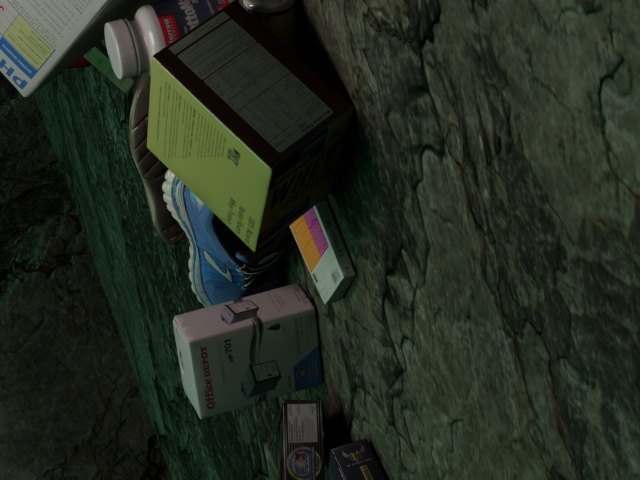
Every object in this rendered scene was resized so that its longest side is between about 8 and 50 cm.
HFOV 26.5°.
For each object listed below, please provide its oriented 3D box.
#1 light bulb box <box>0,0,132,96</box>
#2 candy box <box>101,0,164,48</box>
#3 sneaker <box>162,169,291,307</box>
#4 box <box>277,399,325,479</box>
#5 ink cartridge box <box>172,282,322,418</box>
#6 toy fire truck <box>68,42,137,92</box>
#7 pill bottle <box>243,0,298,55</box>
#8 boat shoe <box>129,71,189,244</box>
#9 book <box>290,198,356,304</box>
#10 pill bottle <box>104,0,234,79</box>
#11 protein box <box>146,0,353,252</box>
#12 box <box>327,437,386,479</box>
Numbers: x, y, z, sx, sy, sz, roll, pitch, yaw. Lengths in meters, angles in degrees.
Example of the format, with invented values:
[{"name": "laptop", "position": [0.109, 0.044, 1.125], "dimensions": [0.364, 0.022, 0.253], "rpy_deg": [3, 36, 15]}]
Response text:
[{"name": "light bulb box", "position": [-0.423, -0.463, 2.010], "dimensions": [0.358, 0.225, 0.361], "rpy_deg": [49, 147, -7]}, {"name": "candy box", "position": [-0.334, -0.432, 2.351], "dimensions": [0.316, 0.088, 0.182], "rpy_deg": [104, 146, -57]}, {"name": "sneaker", "position": [-0.116, 0.022, 1.962], "dimensions": [0.147, 0.130, 0.330], "rpy_deg": [29, 152, 41]}, {"name": "box", "position": [-0.028, 0.383, 1.966], "dimensions": [0.216, 0.060, 0.270], "rpy_deg": [103, 166, -71]}, {"name": "ink cartridge box", "position": [-0.103, 0.158, 1.952], "dimensions": [0.082, 0.191, 0.139], "rpy_deg": [-131, 30, -55]}, {"name": "toy fire truck", "position": [-0.407, -0.345, 2.308], "dimensions": [0.217, 0.159, 0.246], "rpy_deg": [116, 145, -64]}, {"name": "pill bottle", "position": [-0.060, -0.251, 1.670], "dimensions": [0.065, 0.065, 0.116], "rpy_deg": [-124, 24, -47]}, {"name": "boat shoe", "position": [-0.270, -0.159, 2.317], "dimensions": [0.130, 0.132, 0.355], "rpy_deg": [-125, 27, -48]}, {"name": "book", "position": [0.000, 0.000, 1.760], "dimensions": [0.096, 0.035, 0.144], "rpy_deg": [121, 131, -63]}, {"name": "pill bottle", "position": [-0.204, -0.283, 1.903], "dimensions": [0.108, 0.180, 0.107], "rpy_deg": [164, 90, -73]}, {"name": "protein box", "position": [-0.089, -0.134, 1.631], "dimensions": [0.201, 0.136, 0.199], "rpy_deg": [44, 154, 15]}, {"name": "box", "position": [0.065, 0.409, 1.865], "dimensions": [0.232, 0.059, 0.183], "rpy_deg": [96, 155, -51]}]
